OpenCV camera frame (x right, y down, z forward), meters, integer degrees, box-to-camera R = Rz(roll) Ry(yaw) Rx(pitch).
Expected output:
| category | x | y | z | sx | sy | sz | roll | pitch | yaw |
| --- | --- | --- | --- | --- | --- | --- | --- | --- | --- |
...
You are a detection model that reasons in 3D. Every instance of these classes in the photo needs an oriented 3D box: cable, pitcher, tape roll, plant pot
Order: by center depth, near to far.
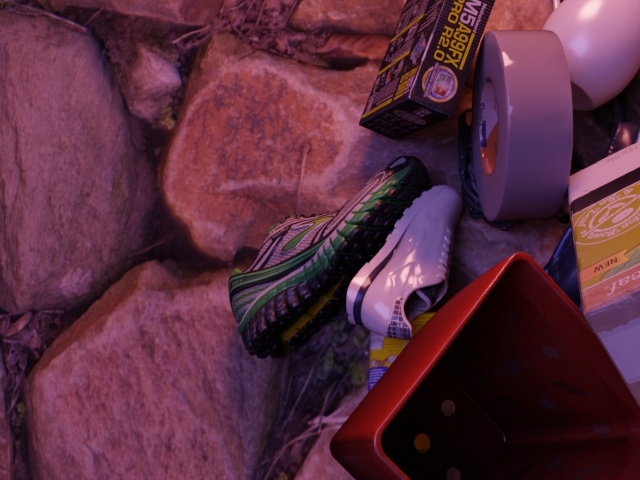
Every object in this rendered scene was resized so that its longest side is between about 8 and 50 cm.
| category | x | y | z | sx | sy | sz | roll | pitch | yaw |
| --- | --- | --- | --- | --- | --- | --- | --- | --- | --- |
| plant pot | 0.166 | 0.211 | 1.127 | 0.267 | 0.267 | 0.236 | -48 | 10 | -25 |
| tape roll | 0.227 | -0.131 | 1.210 | 0.072 | 0.219 | 0.219 | -1 | 72 | -1 |
| pitcher | 0.333 | -0.274 | 1.307 | 0.177 | 0.125 | 0.207 | 24 | 78 | 45 |
| cable | 0.249 | -0.101 | 1.347 | 0.150 | 0.047 | 0.184 | -7 | 71 | 23 |

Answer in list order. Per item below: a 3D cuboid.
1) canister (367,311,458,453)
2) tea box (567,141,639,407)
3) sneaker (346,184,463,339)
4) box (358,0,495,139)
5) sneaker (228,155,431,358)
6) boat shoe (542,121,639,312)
| category | x | y | z | sx | sy | sz | roll | pitch | yaw |
| --- | --- | --- | --- | --- | --- | --- | --- | --- | --- |
| canister | 0.118 | 0.180 | 1.317 | 0.126 | 0.073 | 0.170 | -5 | 71 | 29 |
| tea box | 0.437 | 0.009 | 1.003 | 0.329 | 0.220 | 0.323 | -28 | 18 | 20 |
| sneaker | 0.129 | 0.029 | 1.320 | 0.095 | 0.090 | 0.235 | 18 | 59 | 33 |
| box | 0.139 | -0.249 | 1.338 | 0.060 | 0.270 | 0.216 | 21 | 85 | -9 |
| sneaker | 0.000 | 0.000 | 1.404 | 0.343 | 0.134 | 0.146 | -40 | 59 | 15 |
| boat shoe | 0.309 | -0.025 | 1.244 | 0.089 | 0.109 | 0.258 | 21 | 84 | 23 |
